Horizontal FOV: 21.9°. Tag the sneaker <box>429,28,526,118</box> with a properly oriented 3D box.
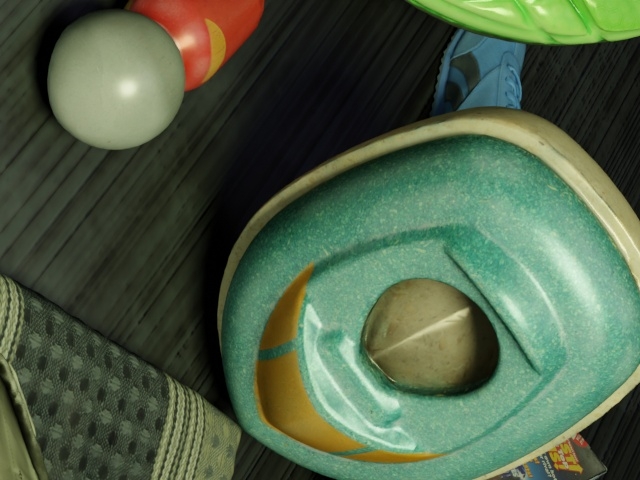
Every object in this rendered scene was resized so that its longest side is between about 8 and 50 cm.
[{"bbox_3d":[0.111,-0.072,1.089,0.069,0.082,0.209,54,51,-42],"label":"sneaker"}]

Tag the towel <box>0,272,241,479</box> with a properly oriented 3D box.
[{"bbox_3d":[-0.166,0.186,0.761,0.312,0.056,0.324,40,60,-54],"label":"towel"}]

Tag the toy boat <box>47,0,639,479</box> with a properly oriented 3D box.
[{"bbox_3d":[0.000,0.000,0.835,0.318,0.267,0.148,49,39,-5],"label":"toy boat"}]

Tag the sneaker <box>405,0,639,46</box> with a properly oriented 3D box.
[{"bbox_3d":[0.200,-0.229,1.107,0.483,0.202,0.185,-17,95,-35],"label":"sneaker"}]

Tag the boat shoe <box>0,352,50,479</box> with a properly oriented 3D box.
[{"bbox_3d":[-0.138,0.135,0.676,0.078,0.070,0.219,-44,130,-47],"label":"boat shoe"}]

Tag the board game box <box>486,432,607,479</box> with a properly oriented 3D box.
[{"bbox_3d":[0.087,0.112,1.031,0.194,0.060,0.194,9,53,-48],"label":"board game box"}]
